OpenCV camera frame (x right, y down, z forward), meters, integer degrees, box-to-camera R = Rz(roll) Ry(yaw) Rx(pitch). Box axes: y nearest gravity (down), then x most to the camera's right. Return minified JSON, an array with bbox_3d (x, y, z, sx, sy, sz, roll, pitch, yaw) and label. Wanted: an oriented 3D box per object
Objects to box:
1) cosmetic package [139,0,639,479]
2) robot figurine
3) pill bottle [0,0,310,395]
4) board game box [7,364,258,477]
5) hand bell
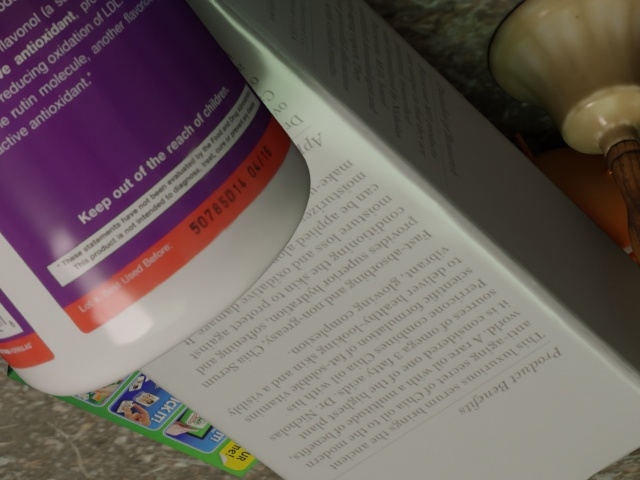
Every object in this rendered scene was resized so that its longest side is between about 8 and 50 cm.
[{"bbox_3d":[0.000,0.000,1.150,0.230,0.161,0.453,-35,122,23],"label":"cosmetic package"},{"bbox_3d":[0.190,0.024,1.359,0.128,0.158,0.219,-12,118,-8],"label":"robot figurine"},{"bbox_3d":[-0.161,-0.094,0.875,0.181,0.181,0.323,-32,106,20],"label":"pill bottle"},{"bbox_3d":[-0.060,0.038,1.329,0.213,0.046,0.317,27,128,-22],"label":"board game box"},{"bbox_3d":[0.206,-0.049,1.199,0.126,0.242,0.126,-11,143,-8],"label":"hand bell"}]
